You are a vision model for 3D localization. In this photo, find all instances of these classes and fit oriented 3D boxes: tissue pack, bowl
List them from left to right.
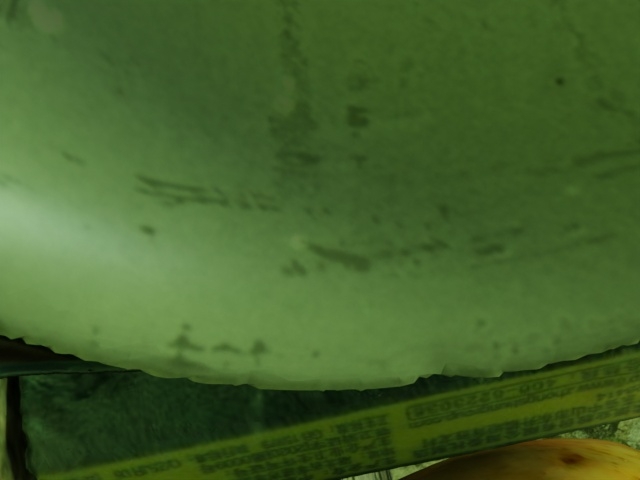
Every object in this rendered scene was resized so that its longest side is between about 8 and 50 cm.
[{"bbox_3d":[0.012,0.002,0.487,0.081,0.257,0.185,77,1,-53],"label":"tissue pack"},{"bbox_3d":[0.034,-0.179,0.281,0.196,0.434,0.435,-108,-179,-47],"label":"bowl"}]

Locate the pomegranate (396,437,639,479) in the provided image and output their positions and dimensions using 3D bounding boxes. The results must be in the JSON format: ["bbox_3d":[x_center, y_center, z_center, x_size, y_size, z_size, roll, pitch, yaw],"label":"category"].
[{"bbox_3d":[0.082,0.255,0.485,0.338,0.338,0.338,-13,90,-86],"label":"pomegranate"}]

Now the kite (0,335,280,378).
[{"bbox_3d":[-0.044,-0.068,0.385,0.314,0.335,0.011,-52,-176,-37],"label":"kite"}]
